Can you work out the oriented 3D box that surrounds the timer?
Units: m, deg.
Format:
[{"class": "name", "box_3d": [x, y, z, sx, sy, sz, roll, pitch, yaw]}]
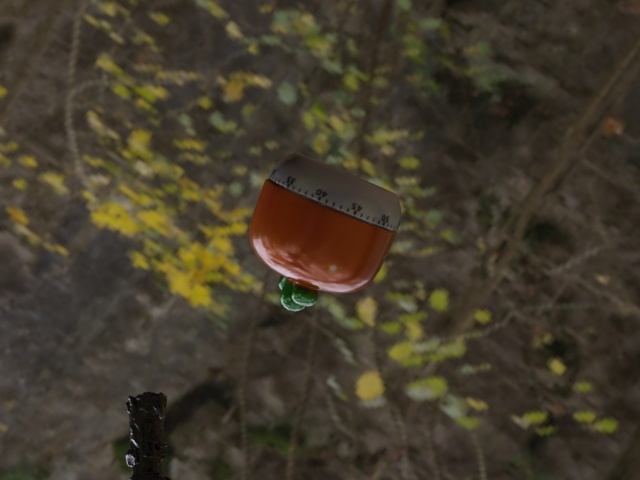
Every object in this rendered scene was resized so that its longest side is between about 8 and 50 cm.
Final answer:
[{"class": "timer", "box_3d": [0.000, 0.000, 1.110, 0.136, 0.136, 0.099, 33, 173, -33]}]

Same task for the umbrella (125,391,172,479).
[{"class": "umbrella", "box_3d": [-0.142, 0.198, 1.136, 0.040, 0.144, 0.037, -1, 163, -2]}]
